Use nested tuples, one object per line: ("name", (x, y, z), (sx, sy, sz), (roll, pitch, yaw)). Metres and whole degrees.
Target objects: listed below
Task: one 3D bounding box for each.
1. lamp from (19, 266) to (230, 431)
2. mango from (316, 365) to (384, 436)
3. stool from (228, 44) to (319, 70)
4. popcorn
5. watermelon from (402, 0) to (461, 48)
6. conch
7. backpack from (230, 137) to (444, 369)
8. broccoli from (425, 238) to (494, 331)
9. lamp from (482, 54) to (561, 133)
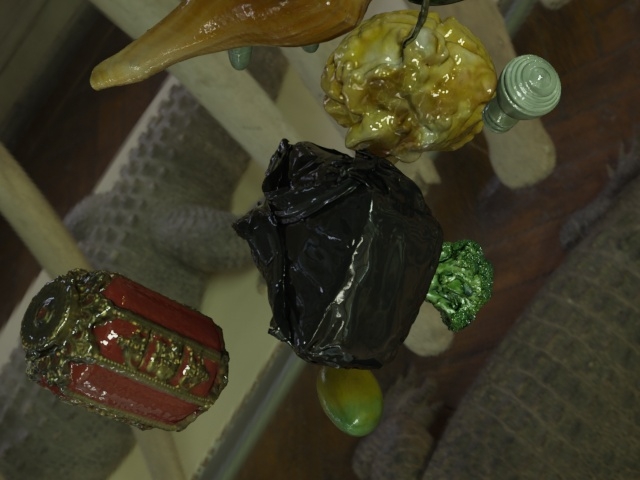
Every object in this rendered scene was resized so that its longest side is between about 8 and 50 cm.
("lamp", (-0.242, 0.141, 1.192), (0.177, 0.274, 0.177), (-21, 54, 33))
("mango", (0.058, 0.302, 1.826), (0.195, 0.130, 0.092), (-96, 26, -60))
("stool", (-0.109, -0.451, 1.725), (0.195, 0.199, 0.195), (-15, 62, -12))
("popcorn", (0.199, -0.351, 2.085), (0.354, 0.390, 0.344), (50, 132, 16))
("watermelon", (0.152, -0.324, 0.927), (0.204, 0.127, 0.232), (108, 172, -47))
("conch", (-0.061, -0.203, 0.809), (0.330, 0.109, 0.093), (-20, 11, 9))
("backpack", (0.000, 0.000, 1.623), (0.445, 0.255, 0.363), (41, 113, 60))
("broccoli", (0.266, 0.086, 1.882), (0.195, 0.156, 0.195), (171, 90, -70))
("lamp", (0.333, -0.239, 1.592), (0.193, 0.106, 0.106), (127, 160, -70))
